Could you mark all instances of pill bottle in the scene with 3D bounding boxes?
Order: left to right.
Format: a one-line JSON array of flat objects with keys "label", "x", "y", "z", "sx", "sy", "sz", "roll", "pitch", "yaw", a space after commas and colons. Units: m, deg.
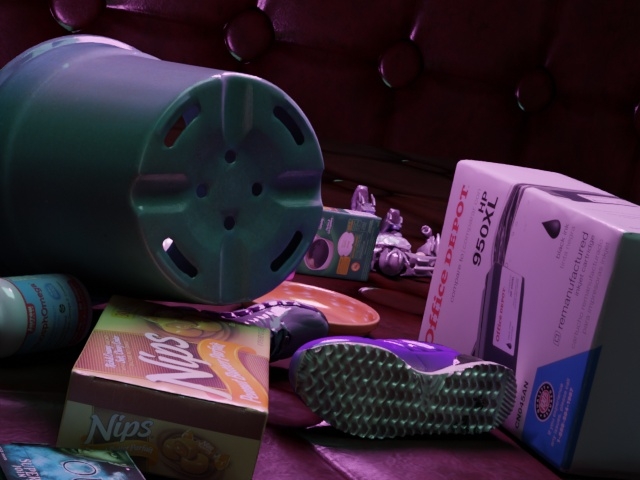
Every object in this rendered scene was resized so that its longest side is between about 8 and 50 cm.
[{"label": "pill bottle", "x": -0.329, "y": 0.082, "z": 1.570, "sx": 0.087, "sy": 0.087, "sz": 0.160, "roll": 19, "pitch": 13, "yaw": 30}]

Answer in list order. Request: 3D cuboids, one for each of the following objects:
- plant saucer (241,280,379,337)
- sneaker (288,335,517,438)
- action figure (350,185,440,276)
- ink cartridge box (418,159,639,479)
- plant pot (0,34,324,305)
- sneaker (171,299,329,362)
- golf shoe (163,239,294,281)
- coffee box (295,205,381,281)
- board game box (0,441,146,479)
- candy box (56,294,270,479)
[{"label": "plant saucer", "x": -0.019, "y": 0.099, "z": 1.988, "sx": 0.200, "sy": 0.037, "sz": 0.200, "roll": 12, "pitch": 10, "yaw": -2}, {"label": "sneaker", "x": 0.069, "y": 0.159, "z": 1.649, "sx": 0.293, "sy": 0.102, "sz": 0.146, "roll": 12, "pitch": 5, "yaw": -34}, {"label": "action figure", "x": 0.110, "y": -0.005, "z": 2.533, "sx": 0.185, "sy": 0.099, "sz": 0.285, "roll": 20, "pitch": 13, "yaw": -12}, {"label": "ink cartridge box", "x": 0.291, "y": 0.083, "z": 1.765, "sx": 0.166, "sy": 0.285, "sz": 0.395, "roll": 8, "pitch": 11, "yaw": -24}, {"label": "plant pot", "x": -0.192, "y": -0.069, "z": 1.679, "sx": 0.341, "sy": 0.341, "sz": 0.334, "roll": 5, "pitch": 3, "yaw": -38}, {"label": "sneaker", "x": -0.087, "y": 0.127, "z": 1.696, "sx": 0.224, "sy": 0.083, "sz": 0.098, "roll": -3, "pitch": 26, "yaw": -20}, {"label": "golf shoe", "x": -0.136, "y": 0.021, "z": 2.067, "sx": 0.140, "sy": 0.115, "sz": 0.306, "roll": 21, "pitch": 14, "yaw": 23}, {"label": "coffee box", "x": 0.000, "y": 0.000, "z": 2.324, "sx": 0.184, "sy": 0.113, "sz": 0.040, "roll": 6, "pitch": 14, "yaw": -25}, {"label": "board game box", "x": -0.196, "y": 0.216, "z": 1.196, "sx": 0.126, "sy": 0.026, "sz": 0.186, "roll": 7, "pitch": 12, "yaw": -25}, {"label": "candy box", "x": -0.147, "y": 0.144, "z": 1.456, "sx": 0.183, "sy": 0.087, "sz": 0.316, "roll": 12, "pitch": 11, "yaw": -4}]
